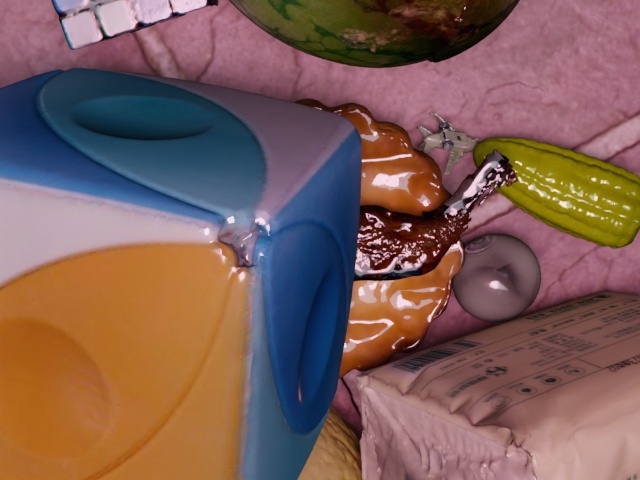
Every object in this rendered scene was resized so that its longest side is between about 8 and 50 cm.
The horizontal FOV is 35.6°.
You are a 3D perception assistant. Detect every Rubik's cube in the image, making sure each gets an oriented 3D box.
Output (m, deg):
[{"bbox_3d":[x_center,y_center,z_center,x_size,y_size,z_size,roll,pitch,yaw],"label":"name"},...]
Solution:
[{"bbox_3d":[-0.167,0.053,0.919,0.347,0.351,0.352,11,116,13],"label":"Rubik's cube"},{"bbox_3d":[-0.203,-0.294,1.038,0.155,0.154,0.151,-16,103,2],"label":"Rubik's cube"}]

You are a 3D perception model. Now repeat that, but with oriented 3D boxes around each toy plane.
[{"bbox_3d":[0.150,-0.114,1.147,0.083,0.033,0.080,2,63,-24],"label":"toy plane"}]

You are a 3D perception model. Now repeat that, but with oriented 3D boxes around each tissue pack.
[{"bbox_3d":[0.266,0.201,1.032,0.380,0.297,0.207,-13,104,-27],"label":"tissue pack"}]

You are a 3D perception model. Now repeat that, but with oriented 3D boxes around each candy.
[{"bbox_3d":[0.272,-0.063,1.144,0.209,0.097,0.097,23,100,-2],"label":"candy"}]

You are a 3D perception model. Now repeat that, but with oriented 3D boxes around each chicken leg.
[{"bbox_3d":[0.096,-0.015,1.066,0.253,0.051,0.106,-22,99,1],"label":"chicken leg"}]

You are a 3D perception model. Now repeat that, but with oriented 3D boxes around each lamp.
[{"bbox_3d":[0.203,0.043,1.155,0.105,0.105,0.105,-1,102,-2],"label":"lamp"}]

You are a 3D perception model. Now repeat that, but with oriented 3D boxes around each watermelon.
[{"bbox_3d":[0.042,-0.334,0.952,0.363,0.363,0.364,-1,102,-2],"label":"watermelon"}]

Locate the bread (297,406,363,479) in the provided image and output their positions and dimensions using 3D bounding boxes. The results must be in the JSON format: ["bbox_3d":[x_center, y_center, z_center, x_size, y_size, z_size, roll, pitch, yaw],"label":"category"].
[{"bbox_3d":[-0.085,0.317,1.145,0.320,0.237,0.321,4,109,11],"label":"bread"}]

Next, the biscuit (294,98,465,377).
[{"bbox_3d":[0.000,0.000,1.138,0.325,0.107,0.326,0,102,1],"label":"biscuit"}]
